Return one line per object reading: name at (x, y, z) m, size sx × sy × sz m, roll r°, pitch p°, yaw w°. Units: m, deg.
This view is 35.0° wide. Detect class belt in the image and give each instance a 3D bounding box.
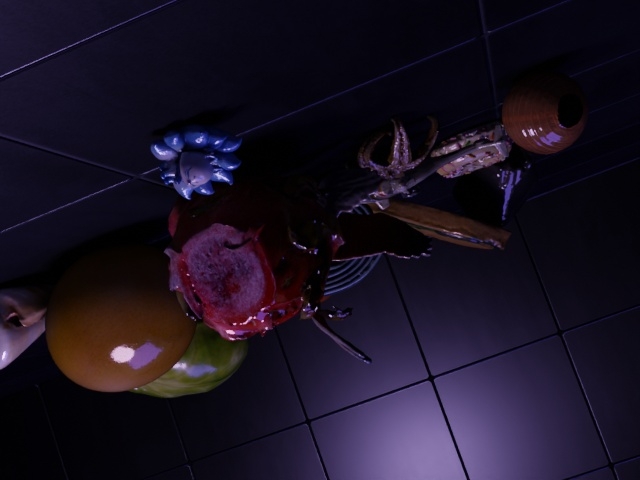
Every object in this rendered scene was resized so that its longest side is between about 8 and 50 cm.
belt at (0.000, 0.000, 1.854) m, size 0.267 × 0.206 × 0.116 m, roll -11°, pitch -179°, yaw 6°

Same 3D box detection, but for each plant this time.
plant at (0.377, -0.123, 2.159) m, size 0.164 × 0.142 × 0.256 m, roll -50°, pitch 168°, yaw -20°

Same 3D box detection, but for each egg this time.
egg at (-0.352, 0.139, 1.775) m, size 0.250 × 0.250 × 0.322 m, roll -14°, pitch 162°, yaw -39°

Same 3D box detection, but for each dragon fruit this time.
dragon fruit at (-0.086, 0.004, 1.534) m, size 0.269 × 0.250 × 0.291 m, roll -15°, pitch -169°, yaw 24°

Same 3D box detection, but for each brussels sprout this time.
brussels sprout at (-0.329, 0.182, 2.103) m, size 0.354 × 0.289 × 0.281 m, roll -5°, pitch 156°, yaw -14°

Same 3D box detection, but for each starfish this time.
starfish at (0.124, -0.151, 1.660) m, size 0.146 × 0.074 × 0.190 m, roll -12°, pitch 169°, yaw -15°

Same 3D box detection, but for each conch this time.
conch at (-0.560, 0.130, 1.840) m, size 0.158 × 0.127 × 0.255 m, roll -56°, pitch 180°, yaw 26°

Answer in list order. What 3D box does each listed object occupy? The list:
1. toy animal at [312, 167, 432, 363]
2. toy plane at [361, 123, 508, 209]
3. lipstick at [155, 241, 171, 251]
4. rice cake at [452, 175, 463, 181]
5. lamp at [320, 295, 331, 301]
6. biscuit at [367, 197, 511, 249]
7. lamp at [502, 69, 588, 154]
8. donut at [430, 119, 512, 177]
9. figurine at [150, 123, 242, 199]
toy animal at (0.003, 0.042, 1.712) m, size 0.302 × 0.284 × 0.225 m, roll 11°, pitch 161°, yaw 34°
toy plane at (0.188, -0.130, 1.794) m, size 0.286 × 0.092 × 0.108 m, roll -22°, pitch -166°, yaw -7°
lipstick at (-0.317, 0.028, 1.936) m, size 0.234 × 0.053 × 0.053 m, roll -23°, pitch 174°, yaw -17°
rice cake at (0.357, -0.159, 2.358) m, size 0.045 × 0.042 × 0.245 m, roll -26°, pitch 171°, yaw 26°
lamp at (-0.061, 0.057, 2.220) m, size 0.223 × 0.196 × 0.223 m, roll 16°, pitch 163°, yaw 5°
biscuit at (0.255, -0.032, 2.179) m, size 0.343 × 0.057 × 0.287 m, roll 17°, pitch -179°, yaw 39°
lamp at (0.357, -0.204, 1.615) m, size 0.136 × 0.136 × 0.136 m, roll -20°, pitch 173°, yaw -2°
donut at (0.297, -0.173, 1.970) m, size 0.174 × 0.068 × 0.174 m, roll -20°, pitch 174°, yaw -2°
figurine at (-0.143, -0.101, 1.230) m, size 0.114 × 0.079 × 0.114 m, roll -1°, pitch 130°, yaw -2°
